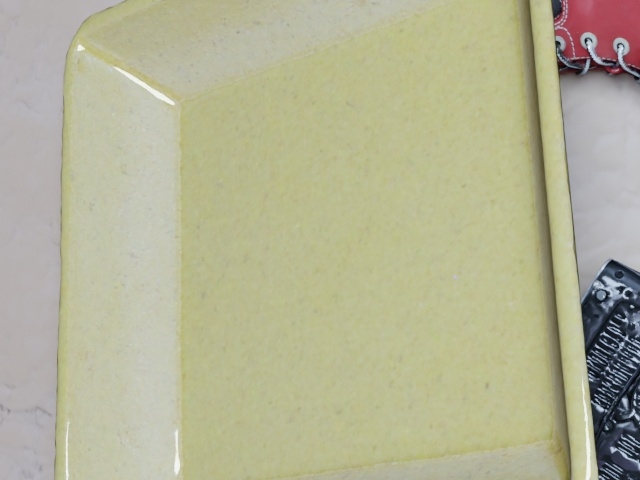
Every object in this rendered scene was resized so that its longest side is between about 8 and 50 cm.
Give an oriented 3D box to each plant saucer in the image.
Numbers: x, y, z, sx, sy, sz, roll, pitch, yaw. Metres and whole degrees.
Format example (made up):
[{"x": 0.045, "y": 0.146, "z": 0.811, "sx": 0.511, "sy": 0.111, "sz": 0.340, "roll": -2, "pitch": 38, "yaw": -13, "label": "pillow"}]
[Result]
[{"x": 0.000, "y": 0.000, "z": 0.713, "sx": 0.333, "sy": 0.081, "sz": 0.333, "roll": -15, "pitch": 68, "yaw": 36, "label": "plant saucer"}]

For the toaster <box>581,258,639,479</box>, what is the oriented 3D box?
[{"x": 0.185, "y": 0.120, "z": 0.689, "sx": 0.185, "sy": 0.110, "sz": 0.168, "roll": 32, "pitch": 99, "yaw": 17, "label": "toaster"}]

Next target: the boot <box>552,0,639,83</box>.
[{"x": 0.184, "y": -0.084, "z": 0.710, "sx": 0.176, "sy": 0.088, "sz": 0.244, "roll": -23, "pitch": 73, "yaw": 18, "label": "boot"}]
